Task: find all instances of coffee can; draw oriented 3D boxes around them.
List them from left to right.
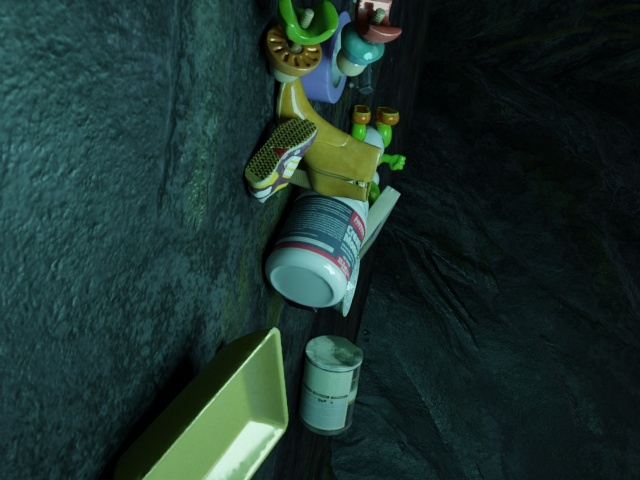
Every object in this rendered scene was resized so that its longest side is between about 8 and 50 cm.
[{"bbox_3d":[0.032,0.503,1.794,0.201,0.201,0.276,-49,149,-65],"label":"coffee can"}]

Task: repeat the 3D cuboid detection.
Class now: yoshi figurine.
[{"bbox_3d":[0.162,-0.254,1.721,0.203,0.203,0.363,-34,140,-49],"label":"yoshi figurine"}]

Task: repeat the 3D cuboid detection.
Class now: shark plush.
[{"bbox_3d":[0.130,-0.515,1.560,0.073,0.067,0.161,88,19,-47],"label":"shark plush"}]

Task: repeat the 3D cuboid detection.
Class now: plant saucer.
[{"bbox_3d":[-0.185,0.334,0.830,0.333,0.080,0.333,-47,150,-38],"label":"plant saucer"}]

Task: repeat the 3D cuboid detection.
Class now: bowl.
[{"bbox_3d":[0.048,0.116,1.400,0.170,0.080,0.170,12,90,-79],"label":"bowl"}]

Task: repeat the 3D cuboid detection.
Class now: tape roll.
[{"bbox_3d":[0.006,-0.397,1.105,0.189,0.080,0.189,12,90,-76],"label":"tape roll"}]

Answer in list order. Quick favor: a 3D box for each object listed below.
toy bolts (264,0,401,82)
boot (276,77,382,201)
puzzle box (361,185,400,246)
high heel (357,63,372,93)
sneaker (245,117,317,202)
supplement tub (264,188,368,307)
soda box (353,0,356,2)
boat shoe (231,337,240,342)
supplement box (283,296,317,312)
[{"bbox_3d":[0.008,-0.387,0.926,0.158,0.228,0.219,133,-45,-60],"label":"toy bolts"},{"bbox_3d":[0.024,-0.213,1.059,0.295,0.211,0.104,89,18,-46],"label":"boot"},{"bbox_3d":[0.133,0.010,1.729,0.272,0.052,0.409,-52,172,-21],"label":"puzzle box"},{"bbox_3d":[0.086,-0.536,1.384,0.261,0.093,0.187,32,52,-68],"label":"high heel"},{"bbox_3d":[-0.073,-0.154,0.975,0.185,0.069,0.084,-47,159,-22],"label":"sneaker"},{"bbox_3d":[0.000,0.000,1.201,0.191,0.191,0.272,86,21,-51],"label":"supplement tub"},{"bbox_3d":[0.105,-0.683,1.294,0.216,0.069,0.074,9,94,-77],"label":"soda box"},{"bbox_3d":[-0.178,0.275,1.000,0.072,0.068,0.190,-74,-174,-87],"label":"boat shoe"},{"bbox_3d":[-0.030,0.090,1.406,0.104,0.080,0.188,70,34,-69],"label":"supplement box"}]
